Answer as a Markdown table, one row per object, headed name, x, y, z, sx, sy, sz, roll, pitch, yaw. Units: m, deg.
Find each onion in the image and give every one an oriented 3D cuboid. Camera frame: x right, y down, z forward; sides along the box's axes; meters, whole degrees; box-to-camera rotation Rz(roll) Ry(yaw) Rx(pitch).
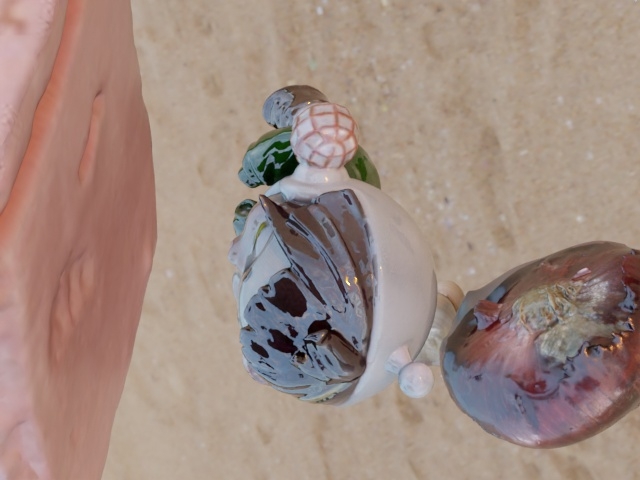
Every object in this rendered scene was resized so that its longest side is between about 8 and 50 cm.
| name | x | y | z | sx | sy | sz | roll | pitch | yaw |
| --- | --- | --- | --- | --- | --- | --- | --- | --- | --- |
| onion | 0.268 | 0.125 | 1.317 | 0.195 | 0.272 | 0.272 | 54 | 156 | -19 |

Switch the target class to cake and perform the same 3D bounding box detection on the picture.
| name | x | y | z | sx | sy | sz | roll | pitch | yaw |
| --- | --- | --- | --- | --- | --- | --- | --- | --- | --- |
| cake | -0.254 | -0.006 | 0.604 | 0.314 | 0.307 | 0.293 | 90 | -176 | -56 |

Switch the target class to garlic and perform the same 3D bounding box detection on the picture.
| name | x | y | z | sx | sy | sz | roll | pitch | yaw |
| --- | --- | --- | --- | --- | --- | --- | --- | --- | --- |
| garlic | 0.154 | 0.119 | 1.683 | 0.099 | 0.174 | 0.124 | 16 | 118 | 12 |

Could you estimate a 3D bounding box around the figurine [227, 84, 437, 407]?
| name | x | y | z | sx | sy | sz | roll | pitch | yaw |
| --- | --- | --- | --- | --- | --- | --- | --- | --- | --- |
| figurine | 0.000 | 0.000 | 1.040 | 0.370 | 0.167 | 0.281 | -104 | 23 | -54 |
